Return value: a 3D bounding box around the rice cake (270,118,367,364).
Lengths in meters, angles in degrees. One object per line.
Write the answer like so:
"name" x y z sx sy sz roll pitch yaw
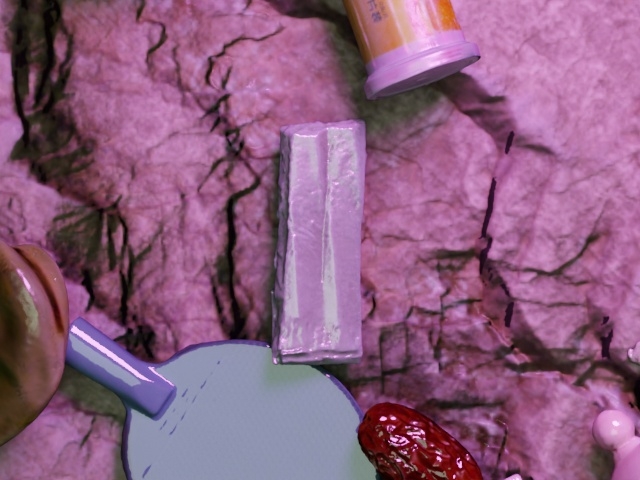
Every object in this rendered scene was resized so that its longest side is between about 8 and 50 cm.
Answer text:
"rice cake" 0.000 0.000 1.430 0.085 0.040 0.226 2 88 -16

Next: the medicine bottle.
"medicine bottle" 0.021 -0.342 1.405 0.108 0.108 0.426 -20 89 3

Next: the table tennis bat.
"table tennis bat" -0.098 0.178 1.444 0.329 0.044 0.215 34 92 0

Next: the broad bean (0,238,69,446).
"broad bean" -0.298 0.100 1.425 0.153 0.072 0.206 32 105 33

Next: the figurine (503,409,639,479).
"figurine" 0.277 0.239 1.380 0.257 0.144 0.182 -23 54 -4

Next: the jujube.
"jujube" 0.088 0.198 1.413 0.129 0.077 0.077 42 92 -5

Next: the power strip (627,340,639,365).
"power strip" 0.417 0.109 1.416 0.270 0.046 0.118 16 91 3
